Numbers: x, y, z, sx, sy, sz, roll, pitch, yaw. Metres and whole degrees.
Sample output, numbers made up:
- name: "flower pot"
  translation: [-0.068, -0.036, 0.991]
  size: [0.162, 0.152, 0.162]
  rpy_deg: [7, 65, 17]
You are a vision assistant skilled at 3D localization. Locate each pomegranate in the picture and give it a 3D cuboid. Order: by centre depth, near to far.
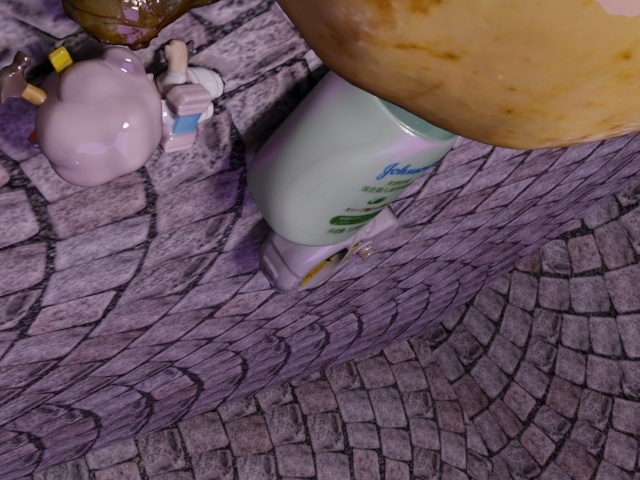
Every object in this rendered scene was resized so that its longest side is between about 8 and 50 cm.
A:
- name: "pomegranate"
  translation: [0.110, -0.208, 0.410]
  size: [0.342, 0.343, 0.342]
  rpy_deg: [-25, 163, -8]

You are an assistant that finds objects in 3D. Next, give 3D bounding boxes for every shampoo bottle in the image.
- name: "shampoo bottle"
  translation: [0.073, -0.140, 0.954]
  size: [0.221, 0.151, 0.349]
  rpy_deg: [-7, 152, -45]

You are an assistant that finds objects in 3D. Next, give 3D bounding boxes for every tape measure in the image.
- name: "tape measure"
  translation: [0.000, 0.000, 1.289]
  size: [0.236, 0.120, 0.197]
  rpy_deg: [-35, 168, 8]

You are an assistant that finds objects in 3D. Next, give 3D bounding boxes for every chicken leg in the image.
- name: "chicken leg"
  translation: [-0.115, -0.199, 0.655]
  size: [0.178, 0.070, 0.093]
  rpy_deg: [-27, -179, -22]

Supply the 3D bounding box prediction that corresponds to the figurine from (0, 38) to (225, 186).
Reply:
- name: "figurine"
  translation: [-0.175, -0.113, 0.740]
  size: [0.229, 0.112, 0.137]
  rpy_deg: [-23, 160, -49]
